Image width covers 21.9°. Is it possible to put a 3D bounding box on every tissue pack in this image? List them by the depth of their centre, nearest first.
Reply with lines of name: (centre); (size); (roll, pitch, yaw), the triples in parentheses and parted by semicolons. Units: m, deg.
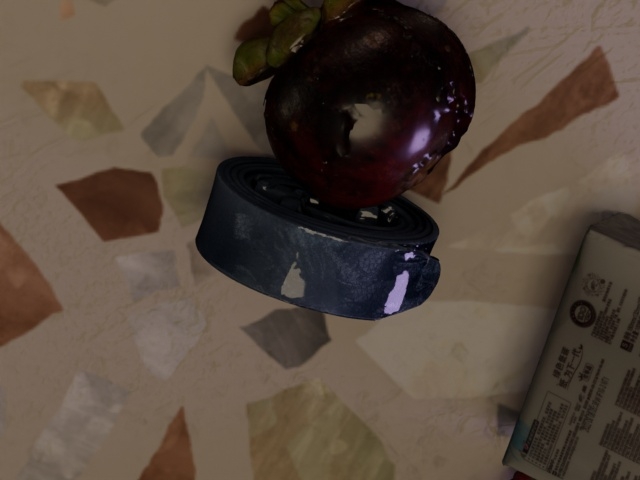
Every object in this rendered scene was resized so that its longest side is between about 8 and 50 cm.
tissue pack: (0.278, 0.106, 1.395); (0.159, 0.145, 0.229); (25, 113, 21)

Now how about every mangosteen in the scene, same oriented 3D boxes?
mangosteen: (0.026, -0.119, 1.262); (0.166, 0.166, 0.180); (-43, 85, 14)

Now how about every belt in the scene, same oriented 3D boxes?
belt: (0.000, 0.000, 1.313); (0.190, 0.141, 0.082); (14, 113, -12)

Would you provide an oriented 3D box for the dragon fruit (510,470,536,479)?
dragon fruit: (0.203, 0.301, 1.478); (0.262, 0.134, 0.212); (3, 102, -22)
